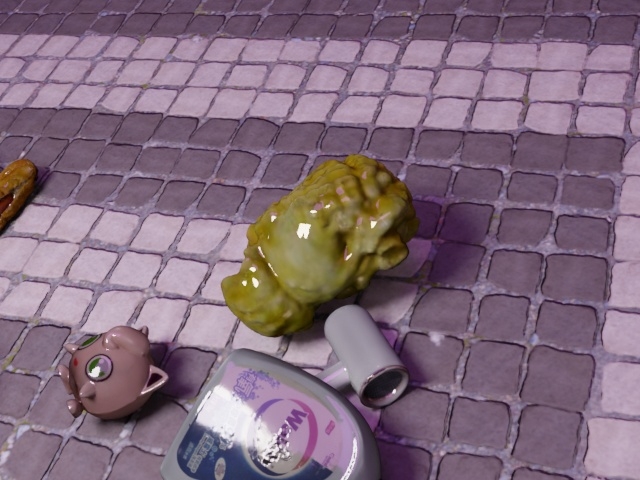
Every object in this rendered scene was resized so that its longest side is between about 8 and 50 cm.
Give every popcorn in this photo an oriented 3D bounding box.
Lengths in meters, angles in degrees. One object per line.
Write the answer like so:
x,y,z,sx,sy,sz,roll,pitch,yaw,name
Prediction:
0.000,0.000,1.190,0.286,0.174,0.225,-40,9,10,popcorn

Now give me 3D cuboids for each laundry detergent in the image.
-0.028,0.272,0.994,0.280,0.105,0.215,30,82,19,laundry detergent

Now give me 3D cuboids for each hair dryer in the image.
-0.013,0.192,1.113,0.236,0.073,0.131,-32,45,-2,hair dryer

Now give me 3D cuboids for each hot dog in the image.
-0.590,-0.028,1.469,0.083,0.068,0.289,-1,47,47,hot dog

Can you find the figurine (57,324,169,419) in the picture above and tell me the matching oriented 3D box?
-0.282,0.178,1.149,0.138,0.125,0.125,-26,46,-7,figurine
